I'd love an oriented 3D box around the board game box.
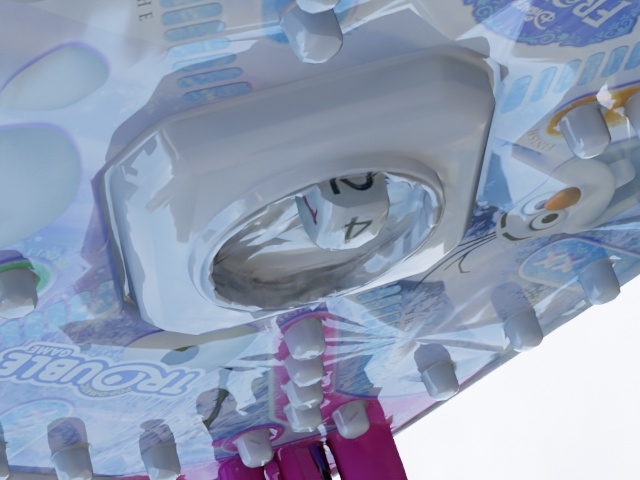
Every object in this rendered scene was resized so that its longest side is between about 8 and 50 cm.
[{"bbox_3d":[0.000,0.000,0.506,0.390,0.390,0.050,12,-132,-48],"label":"board game box"}]
